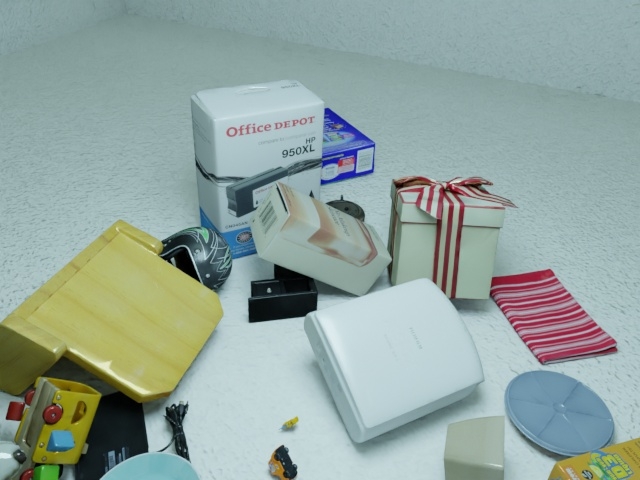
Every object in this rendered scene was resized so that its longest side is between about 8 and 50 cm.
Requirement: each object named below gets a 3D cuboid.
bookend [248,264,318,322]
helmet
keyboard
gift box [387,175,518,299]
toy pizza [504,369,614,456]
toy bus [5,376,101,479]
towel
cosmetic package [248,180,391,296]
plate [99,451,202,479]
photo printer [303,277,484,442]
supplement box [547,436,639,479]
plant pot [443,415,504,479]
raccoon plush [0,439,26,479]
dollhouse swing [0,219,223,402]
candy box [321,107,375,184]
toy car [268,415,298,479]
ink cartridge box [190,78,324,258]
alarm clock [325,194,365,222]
[{"bbox_3d":[-0.098,0.105,1.323,0.156,0.072,0.157,-5,36,-11],"label":"bookend"},{"bbox_3d":[-0.283,0.047,1.313,0.162,0.169,0.169,-8,33,14],"label":"helmet"},{"bbox_3d":[-0.309,0.375,0.963,0.202,0.033,0.317,-15,40,-14],"label":"keyboard"},{"bbox_3d":[0.291,-0.018,1.320,0.255,0.258,0.276,1,18,-5],"label":"gift box"},{"bbox_3d":[0.454,0.331,1.090,0.201,0.032,0.201,2,34,-2],"label":"toy pizza"},{"bbox_3d":[-0.436,0.327,0.930,0.104,0.202,0.191,25,34,-43],"label":"toy bus"},{"bbox_3d":[0.528,0.168,1.327,0.199,0.031,0.275,-6,37,-12],"label":"towel"},{"bbox_3d":[0.000,0.000,1.313,0.296,0.129,0.153,23,25,-33],"label":"cosmetic package"},{"bbox_3d":[-0.269,0.413,0.867,0.188,0.024,0.188,-2,37,2],"label":"plate"},{"bbox_3d":[0.154,0.215,1.102,0.308,0.107,0.256,-14,64,-23],"label":"photo printer"},{"bbox_3d":[0.505,0.399,0.961,0.234,0.080,0.078,-11,36,-15],"label":"supplement box"},{"bbox_3d":[0.262,0.368,0.966,0.096,0.109,0.109,2,34,18],"label":"plant pot"},{"bbox_3d":[-0.655,0.389,0.840,0.446,0.216,0.299,-32,50,2],"label":"raccoon plush"},{"bbox_3d":[-0.437,0.187,1.168,0.305,0.315,0.347,45,36,-13],"label":"dollhouse swing"},{"bbox_3d":[-0.014,-0.313,1.874,0.268,0.122,0.317,-15,41,-23],"label":"candy box"},{"bbox_3d":[-0.059,0.371,1.002,0.041,0.060,0.122,-34,7,22],"label":"toy car"},{"bbox_3d":[-0.155,-0.177,1.436,0.286,0.394,0.166,-16,40,-24],"label":"ink cartridge box"},{"bbox_3d":[0.059,-0.052,1.570,0.129,0.064,0.192,2,39,-2],"label":"alarm clock"}]
